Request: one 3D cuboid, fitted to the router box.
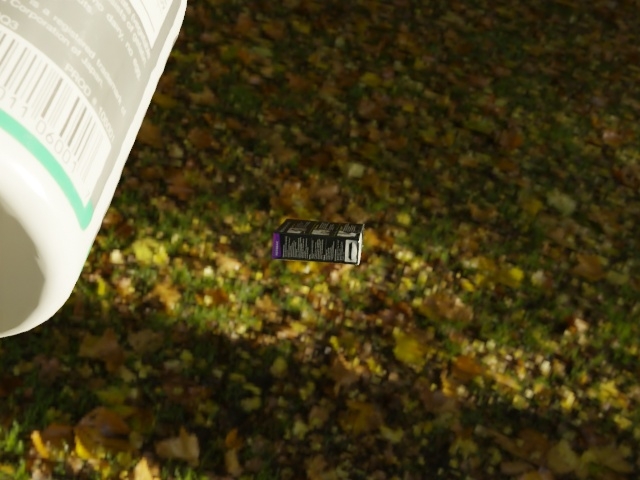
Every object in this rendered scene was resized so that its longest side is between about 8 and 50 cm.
[{"bbox_3d":[0.000,0.000,1.511,0.133,0.046,0.179,4,8,4],"label":"router box"}]

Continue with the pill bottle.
[{"bbox_3d":[-0.202,-0.133,0.609,0.204,0.204,0.361,13,48,-2],"label":"pill bottle"}]
